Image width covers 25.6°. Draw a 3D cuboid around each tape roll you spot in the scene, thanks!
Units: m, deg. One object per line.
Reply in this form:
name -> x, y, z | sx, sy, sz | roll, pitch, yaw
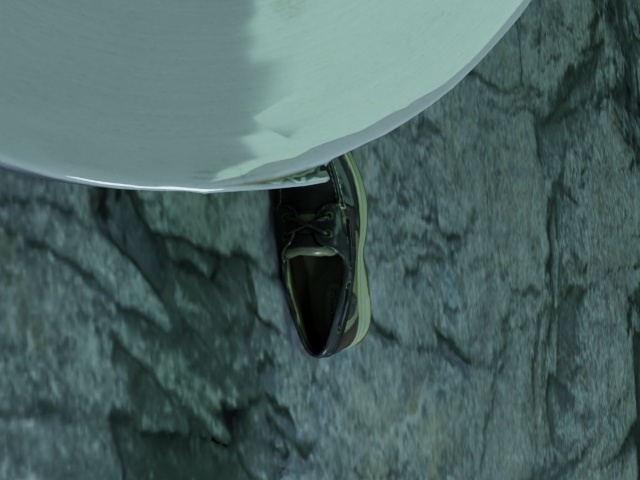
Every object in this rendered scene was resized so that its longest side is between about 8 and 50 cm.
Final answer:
tape roll -> -0.065, -0.210, 0.540 | 0.392, 0.072, 0.392 | -2, 95, -23

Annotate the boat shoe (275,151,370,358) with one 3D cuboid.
boat shoe -> 0.000, 0.000, 0.878 | 0.049, 0.056, 0.152 | -36, 116, -65
